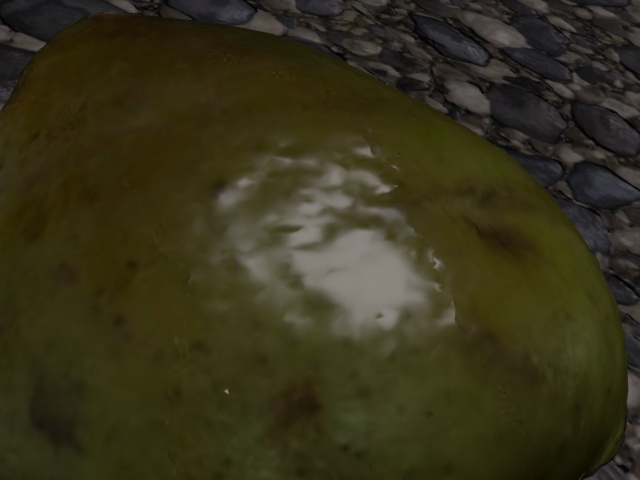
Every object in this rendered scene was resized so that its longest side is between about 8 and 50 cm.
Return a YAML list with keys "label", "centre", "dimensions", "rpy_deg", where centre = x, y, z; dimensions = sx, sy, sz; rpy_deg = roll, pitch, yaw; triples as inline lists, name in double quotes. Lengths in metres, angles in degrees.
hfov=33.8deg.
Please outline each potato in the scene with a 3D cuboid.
- label: "potato"
  centre: [0.000, 0.000, 0.501]
  dimensions: [0.280, 0.213, 0.330]
  rpy_deg: [5, 22, 26]
